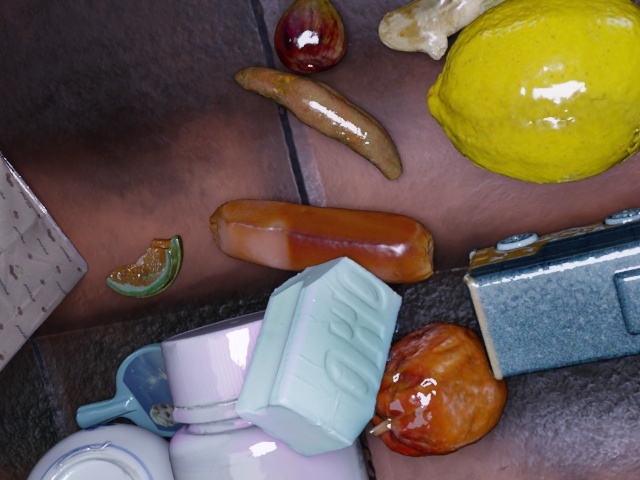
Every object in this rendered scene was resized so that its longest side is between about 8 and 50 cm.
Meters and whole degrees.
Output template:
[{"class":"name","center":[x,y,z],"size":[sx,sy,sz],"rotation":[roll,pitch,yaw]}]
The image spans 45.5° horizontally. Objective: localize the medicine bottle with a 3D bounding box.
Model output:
[{"class":"medicine bottle","center":[-0.074,0.249,0.977],"size":[0.241,0.241,0.302],"rotation":[-14,90,20]}]

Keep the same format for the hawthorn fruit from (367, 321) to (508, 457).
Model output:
[{"class":"hawthorn fruit","center":[0.141,0.189,0.929],"size":[0.173,0.179,0.174],"rotation":[2,104,10]}]

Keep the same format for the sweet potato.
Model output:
[{"class":"sweet potato","center":[-0.002,-0.162,0.945],"size":[0.255,0.078,0.058],"rotation":[30,74,8]}]

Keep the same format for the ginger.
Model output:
[{"class":"ginger","center":[0.180,-0.311,0.843],"size":[0.294,0.086,0.131],"rotation":[-33,90,26]}]

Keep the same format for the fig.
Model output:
[{"class":"fig","center":[-0.011,-0.268,0.922],"size":[0.088,0.089,0.125],"rotation":[0,78,18]}]

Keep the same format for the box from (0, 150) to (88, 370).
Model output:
[{"class":"box","center":[-0.493,0.055,1.014],"size":[0.190,0.297,0.225],"rotation":[-24,111,18]}]

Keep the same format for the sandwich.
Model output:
[{"class":"sandwich","center":[-0.243,0.043,1.093],"size":[0.135,0.029,0.067],"rotation":[-37,91,22]}]

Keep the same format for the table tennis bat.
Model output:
[{"class":"table tennis bat","center":[-0.269,0.238,1.148],"size":[0.237,0.038,0.149],"rotation":[-20,102,19]}]

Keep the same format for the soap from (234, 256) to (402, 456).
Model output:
[{"class":"soap","center":[0.007,0.121,0.875],"size":[0.145,0.231,0.091],"rotation":[39,138,-27]}]

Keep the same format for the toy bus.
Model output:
[{"class":"toy bus","center":[0.309,0.052,0.846],"size":[0.275,0.167,0.139],"rotation":[-14,99,20]}]

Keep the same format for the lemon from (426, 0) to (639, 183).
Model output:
[{"class":"lemon","center":[0.241,-0.160,0.796],"size":[0.260,0.204,0.204],"rotation":[-2,103,22]}]

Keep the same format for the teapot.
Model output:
[{"class":"teapot","center":[-0.299,0.399,1.100],"size":[0.423,0.280,0.252],"rotation":[2,65,-1]}]

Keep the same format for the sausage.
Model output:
[{"class":"sausage","center":[0.000,0.000,0.977],"size":[0.300,0.083,0.089],"rotation":[9,145,17]}]
